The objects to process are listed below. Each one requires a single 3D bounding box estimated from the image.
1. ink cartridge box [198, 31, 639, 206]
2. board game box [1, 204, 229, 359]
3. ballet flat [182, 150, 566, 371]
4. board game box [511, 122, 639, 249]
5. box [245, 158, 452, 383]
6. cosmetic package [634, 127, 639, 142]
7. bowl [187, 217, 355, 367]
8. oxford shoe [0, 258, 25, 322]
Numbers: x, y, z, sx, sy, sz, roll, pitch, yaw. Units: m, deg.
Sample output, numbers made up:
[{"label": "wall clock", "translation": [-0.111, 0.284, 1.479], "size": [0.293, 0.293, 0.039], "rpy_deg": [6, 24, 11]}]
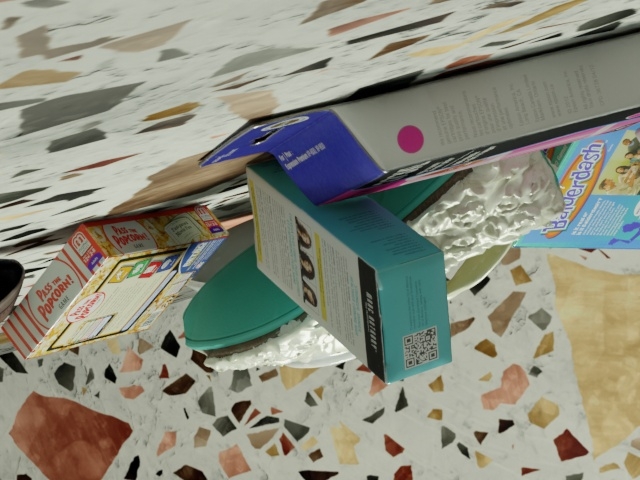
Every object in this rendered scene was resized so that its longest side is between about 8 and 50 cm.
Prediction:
[{"label": "ink cartridge box", "translation": [0.105, -0.089, 1.393], "size": [0.370, 0.069, 0.176], "rpy_deg": [-12, 177, -18]}, {"label": "board game box", "translation": [-0.193, 0.038, 1.743], "size": [0.147, 0.045, 0.193], "rpy_deg": [-48, 162, 26]}, {"label": "ballet flat", "translation": [0.051, 0.029, 1.635], "size": [0.409, 0.147, 0.147], "rpy_deg": [-33, 168, 33]}, {"label": "board game box", "translation": [0.277, -0.065, 1.667], "size": [0.210, 0.047, 0.160], "rpy_deg": [2, 130, -35]}, {"label": "box", "translation": [0.019, 0.015, 1.468], "size": [0.060, 0.101, 0.244], "rpy_deg": [-17, -152, -21]}, {"label": "cosmetic package", "translation": [0.376, -0.099, 1.521], "size": [0.231, 0.117, 0.085], "rpy_deg": [-35, -176, -41]}, {"label": "bowl", "translation": [0.004, 0.052, 2.001], "size": [0.297, 0.134, 0.298], "rpy_deg": [-15, -166, 4]}, {"label": "oxford shoe", "translation": [-0.374, 0.063, 1.599], "size": [0.098, 0.097, 0.271], "rpy_deg": [-40, 170, 36]}]
